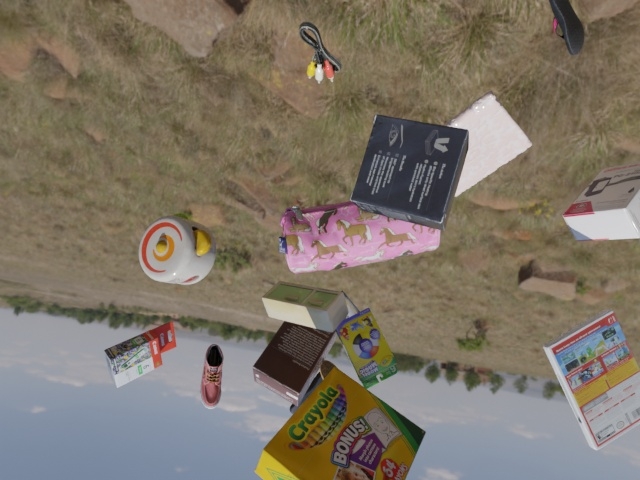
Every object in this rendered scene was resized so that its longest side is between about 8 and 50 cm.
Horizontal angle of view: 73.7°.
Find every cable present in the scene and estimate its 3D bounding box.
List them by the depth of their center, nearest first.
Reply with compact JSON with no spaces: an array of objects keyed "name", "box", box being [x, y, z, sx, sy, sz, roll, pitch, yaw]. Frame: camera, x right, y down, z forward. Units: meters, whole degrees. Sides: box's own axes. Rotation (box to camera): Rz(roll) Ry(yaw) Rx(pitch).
[{"name":"cable","box":[0.000,-0.678,1.573,0.139,0.072,0.287,10,171,11]}]

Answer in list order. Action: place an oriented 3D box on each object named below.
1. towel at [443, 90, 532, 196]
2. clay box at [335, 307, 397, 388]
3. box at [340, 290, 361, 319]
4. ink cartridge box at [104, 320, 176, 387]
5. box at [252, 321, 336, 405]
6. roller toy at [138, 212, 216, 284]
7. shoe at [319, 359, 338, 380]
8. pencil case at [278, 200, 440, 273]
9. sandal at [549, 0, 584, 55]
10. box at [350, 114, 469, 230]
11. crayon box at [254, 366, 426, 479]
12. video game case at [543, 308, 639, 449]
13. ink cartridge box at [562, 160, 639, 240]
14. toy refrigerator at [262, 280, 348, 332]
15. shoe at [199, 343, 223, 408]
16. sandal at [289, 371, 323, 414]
[{"name":"towel","box":[0.505,-0.312,1.452,0.317,0.053,0.332,25,131,-39]},{"name":"clay box","box":[0.145,0.339,1.340,0.127,0.222,0.053,-25,167,-9]},{"name":"box","box":[0.133,0.343,2.053,0.183,0.056,0.231,50,167,11]},{"name":"ink cartridge box","box":[-0.289,0.186,0.707,0.115,0.063,0.029,-22,-143,-38]},{"name":"box","box":[-0.066,0.386,1.587,0.191,0.381,0.143,26,142,15]},{"name":"roller toy","box":[-0.412,0.030,1.229,0.209,0.191,0.146,29,-178,25]},{"name":"shoe","box":[0.060,0.563,1.661,0.219,0.076,0.058,56,153,0]},{"name":"pencil case","box":[0.095,-0.026,1.034,0.386,0.160,0.167,-9,158,5]},{"name":"sandal","box":[0.622,-0.560,1.093,0.179,0.067,0.040,56,162,-16]},{"name":"box","box":[0.154,-0.114,0.730,0.158,0.156,0.093,16,177,20]},{"name":"crayon box","box":[0.066,0.546,1.114,0.313,0.106,0.363,32,-149,18]},{"name":"video game case","box":[0.700,0.343,1.063,0.204,0.285,0.025,-26,-178,-8]},{"name":"ink cartridge box","box":[0.818,-0.111,1.168,0.100,0.237,0.172,54,159,-13]},{"name":"toy refrigerator","box":[-0.054,0.206,1.388,0.269,0.102,0.094,6,124,37]},{"name":"shoe","box":[-0.323,0.401,1.268,0.063,0.178,0.081,4,148,-15]},{"name":"sandal","box":[-0.060,0.702,1.953,0.054,0.097,0.254,9,-150,34]}]
